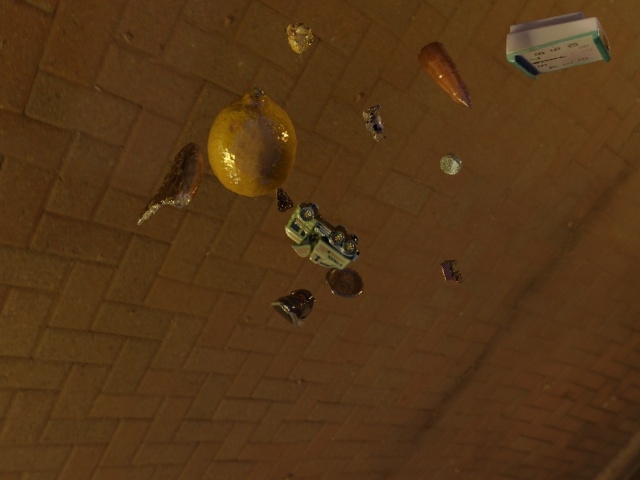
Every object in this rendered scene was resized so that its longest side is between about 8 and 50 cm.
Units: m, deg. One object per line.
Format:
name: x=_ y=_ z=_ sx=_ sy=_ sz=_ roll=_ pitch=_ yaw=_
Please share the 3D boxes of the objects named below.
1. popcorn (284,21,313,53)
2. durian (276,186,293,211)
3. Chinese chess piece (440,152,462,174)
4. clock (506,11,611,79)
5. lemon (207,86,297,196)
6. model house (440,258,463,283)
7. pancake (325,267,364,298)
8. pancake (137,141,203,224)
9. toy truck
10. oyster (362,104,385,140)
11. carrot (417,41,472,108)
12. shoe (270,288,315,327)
popcorn: x=-0.066 y=-0.570 z=1.442 sx=0.084 sy=0.084 sz=0.084 roll=-16 pitch=128 yaw=-22
durian: x=-0.114 y=-0.131 z=1.628 sx=0.052 sy=0.066 sz=0.130 roll=-11 pitch=149 yaw=2
Chinese chess piece: x=0.487 y=-0.285 z=1.932 sx=0.034 sy=0.084 sz=0.084 roll=-49 pitch=139 yaw=-32
clock: x=0.659 y=-0.545 z=1.438 sx=0.262 sy=0.231 sz=0.116 roll=-8 pitch=93 yaw=-54
lemon: x=-0.144 y=-0.199 z=1.100 sx=0.189 sy=0.188 sz=0.256 roll=-11 pitch=136 yaw=-26
model house: x=0.447 y=0.112 z=1.783 sx=0.058 sy=0.057 sz=0.083 roll=-29 pitch=108 yaw=-47
pancake: x=0.064 y=0.109 z=1.381 sx=0.115 sy=0.114 sz=0.011 roll=-5 pitch=137 yaw=-30
pancake: x=-0.390 y=-0.134 z=1.366 sx=0.057 sy=0.266 sz=0.244 roll=37 pitch=105 yaw=-29
toy truck: x=0.000 y=0.000 z=1.265 sx=0.191 sy=0.085 sz=0.116 roll=37 pitch=105 yaw=-3
oyster: x=0.151 y=-0.338 z=1.508 sx=0.061 sy=0.200 sz=0.106 roll=-19 pitch=98 yaw=18
carrot: x=0.317 y=-0.397 z=1.284 sx=0.072 sy=0.205 sz=0.072 roll=-20 pitch=156 yaw=-10
shoe: x=-0.070 y=0.187 z=1.530 sx=0.112 sy=0.099 sz=0.227 roll=-48 pitch=166 yaw=-11
